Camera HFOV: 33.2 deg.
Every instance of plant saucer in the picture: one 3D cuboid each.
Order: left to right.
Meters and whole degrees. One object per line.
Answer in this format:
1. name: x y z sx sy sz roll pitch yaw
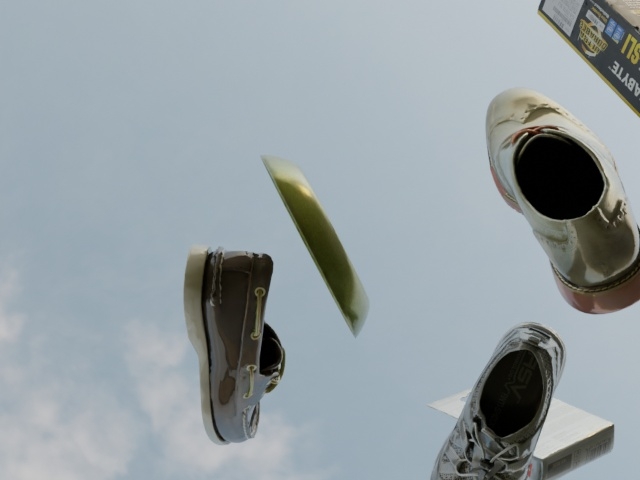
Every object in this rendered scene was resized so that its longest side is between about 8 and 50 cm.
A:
1. plant saucer: 0.000 0.000 1.252 0.037 0.241 0.240 -27 -85 -2

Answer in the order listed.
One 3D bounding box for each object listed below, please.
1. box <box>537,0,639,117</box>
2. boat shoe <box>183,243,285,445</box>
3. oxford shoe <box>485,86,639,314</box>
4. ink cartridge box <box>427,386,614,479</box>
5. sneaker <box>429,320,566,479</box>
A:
1. box: 0.443 -0.218 1.175 0.322 0.257 0.079 -5 -51 -22
2. boat shoe: -0.092 0.133 1.261 0.097 0.324 0.116 1 -137 4
3. oxford shoe: 0.272 -0.093 1.241 0.141 0.397 0.146 -27 -54 6
4. ink cartridge box: 0.239 0.228 1.299 0.145 0.179 0.045 -13 -70 -40
5. sneaker: 0.171 0.214 1.118 0.105 0.115 0.281 17 -91 18
